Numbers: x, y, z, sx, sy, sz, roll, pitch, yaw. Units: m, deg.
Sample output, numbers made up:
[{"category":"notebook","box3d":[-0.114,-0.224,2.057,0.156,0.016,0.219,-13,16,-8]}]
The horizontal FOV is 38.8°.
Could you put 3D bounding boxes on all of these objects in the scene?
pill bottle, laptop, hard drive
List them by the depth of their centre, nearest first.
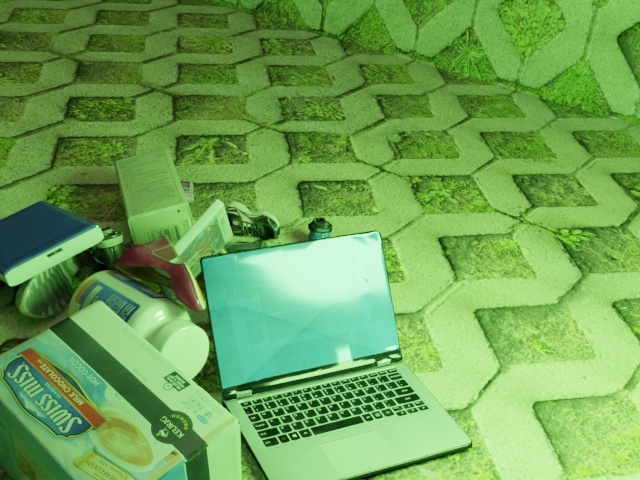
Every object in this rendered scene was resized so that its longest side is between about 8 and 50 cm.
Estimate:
[{"category":"laptop","box3d":[0.025,0.201,1.635,0.381,0.236,0.408,-9,32,-25]},{"category":"pill bottle","box3d":[-0.334,0.165,1.687,0.152,0.152,0.272,-21,32,-40]},{"category":"hard drive","box3d":[-0.615,-0.001,1.918,0.210,0.040,0.318,-31,27,-27]}]

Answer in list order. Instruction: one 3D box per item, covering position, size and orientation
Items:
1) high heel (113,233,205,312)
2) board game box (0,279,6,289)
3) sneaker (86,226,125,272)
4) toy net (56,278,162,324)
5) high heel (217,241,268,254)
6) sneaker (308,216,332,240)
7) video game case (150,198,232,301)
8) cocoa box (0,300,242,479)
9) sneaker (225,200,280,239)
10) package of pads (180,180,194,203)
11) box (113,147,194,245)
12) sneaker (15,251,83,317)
[{"category":"high heel","box3d":[-0.298,0.077,1.681,0.117,0.082,0.244,-29,45,-12]},{"category":"board game box","box3d":[-0.771,0.088,1.887,0.201,0.035,0.136,9,29,5]},{"category":"sneaker","box3d":[-0.475,0.030,2.009,0.078,0.106,0.234,-17,10,-21]},{"category":"toy net","box3d":[-0.443,0.122,1.881,0.232,0.045,0.122,-19,38,-37]},{"category":"high heel","box3d":[-0.237,0.087,1.973,0.186,0.093,0.261,-2,33,20]},{"category":"sneaker","box3d":[-0.001,0.000,2.147,0.058,0.085,0.152,4,29,-5]},{"category":"video game case","box3d":[-0.260,0.026,1.875,0.023,0.183,0.201,37,75,13]},{"category":"cocoa box","box3d":[-0.311,0.302,1.341,0.228,0.232,0.347,-31,50,-34]},{"category":"sneaker","box3d":[-0.177,-0.034,2.209,0.178,0.072,0.077,17,42,35]},{"category":"package of pads","box3d":[-0.353,-0.124,2.356,0.050,0.032,0.083,3,29,-10]},{"category":"box","box3d":[-0.395,-0.092,2.169,0.147,0.121,0.311,-16,33,-8]},{"category":"sneaker","box3d":[-0.585,0.081,1.905,0.115,0.105,0.281,-13,25,10]}]
